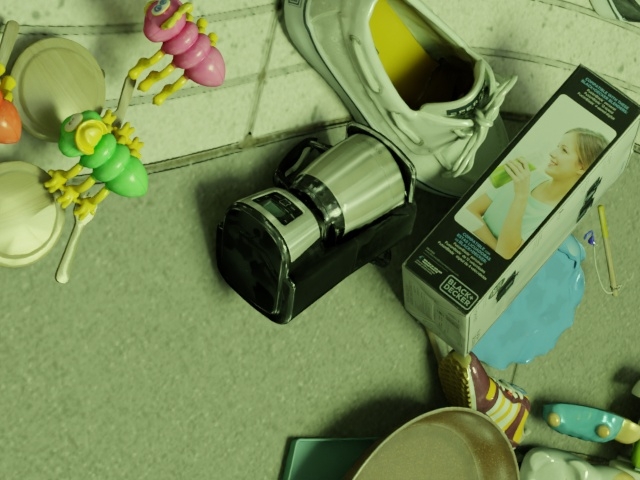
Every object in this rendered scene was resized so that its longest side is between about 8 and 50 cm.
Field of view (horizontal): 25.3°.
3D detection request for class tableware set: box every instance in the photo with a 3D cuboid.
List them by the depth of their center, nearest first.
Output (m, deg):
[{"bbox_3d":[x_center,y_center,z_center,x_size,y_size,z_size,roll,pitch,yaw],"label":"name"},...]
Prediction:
[{"bbox_3d":[-0.239,-0.073,1.176,0.128,0.039,0.194,23,81,-33],"label":"tableware set"}]

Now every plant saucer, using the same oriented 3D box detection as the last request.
[{"bbox_3d":[0.098,0.323,1.547,0.310,0.050,0.311,-15,112,-40],"label":"plant saucer"},{"bbox_3d":[0.032,0.243,1.547,0.192,0.018,0.067,7,99,-43],"label":"plant saucer"}]

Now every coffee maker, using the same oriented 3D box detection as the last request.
[{"bbox_3d":[0.000,0.000,1.365,0.178,0.120,0.171,-34,125,-30],"label":"coffee maker"}]

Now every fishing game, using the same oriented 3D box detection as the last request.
[{"bbox_3d":[0.228,0.060,1.646,0.264,0.041,0.189,-33,127,-14],"label":"fishing game"}]

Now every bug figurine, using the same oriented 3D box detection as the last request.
[{"bbox_3d":[-0.183,-0.153,1.138,0.216,0.072,0.279,43,70,-28],"label":"bug figurine"}]

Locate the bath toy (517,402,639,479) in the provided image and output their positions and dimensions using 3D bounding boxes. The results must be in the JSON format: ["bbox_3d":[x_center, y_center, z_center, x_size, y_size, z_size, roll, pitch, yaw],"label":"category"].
[{"bbox_3d":[0.290,0.372,1.763,0.129,0.151,0.348,25,85,-80],"label":"bath toy"}]

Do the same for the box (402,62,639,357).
[{"bbox_3d":[0.212,-0.028,1.504,0.290,0.087,0.169,-48,164,-10],"label":"box"}]

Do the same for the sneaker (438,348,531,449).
[{"bbox_3d":[0.191,0.174,1.618,0.083,0.069,0.185,-29,136,-13],"label":"sneaker"}]

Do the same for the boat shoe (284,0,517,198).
[{"bbox_3d":[0.124,-0.144,1.406,0.136,0.156,0.367,-56,135,-12],"label":"boat shoe"}]

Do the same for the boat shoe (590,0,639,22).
[{"bbox_3d":[0.321,-0.355,1.563,0.108,0.102,0.301,-49,131,-20],"label":"boat shoe"}]

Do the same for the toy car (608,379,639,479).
[{"bbox_3d":[0.459,0.260,1.850,0.182,0.136,0.159,9,99,-71],"label":"toy car"}]
